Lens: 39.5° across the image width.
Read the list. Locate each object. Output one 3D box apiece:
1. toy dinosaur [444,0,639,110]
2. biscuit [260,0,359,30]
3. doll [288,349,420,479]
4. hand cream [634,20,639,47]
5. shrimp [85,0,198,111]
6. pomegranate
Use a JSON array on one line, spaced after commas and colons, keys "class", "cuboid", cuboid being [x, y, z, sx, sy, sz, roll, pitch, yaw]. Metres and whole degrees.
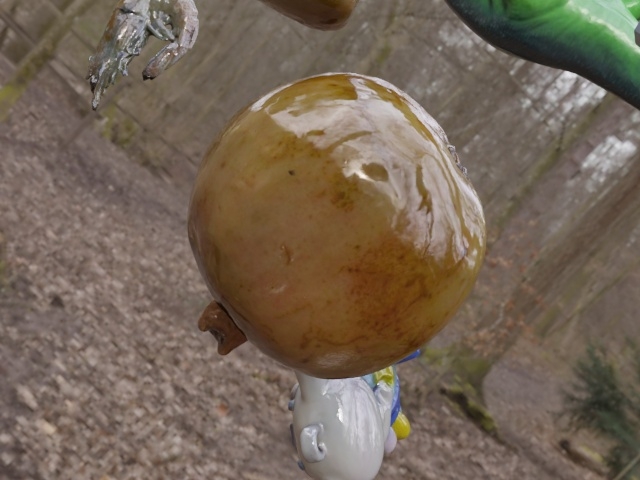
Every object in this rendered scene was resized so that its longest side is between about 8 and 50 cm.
[{"class": "toy dinosaur", "cuboid": [0.173, -0.196, 0.847, 0.144, 0.375, 0.499, 76, 8, -69]}, {"class": "biscuit", "cuboid": [-0.083, -0.303, 0.824, 0.291, 0.062, 0.237, 27, -11, -7]}, {"class": "doll", "cuboid": [0.035, 0.256, 1.417, 0.187, 0.376, 0.365, 11, 19, 18]}, {"class": "hand cream", "cuboid": [0.267, -0.100, 0.573, 0.043, 0.065, 0.170, 77, -14, -45]}, {"class": "shrimp", "cuboid": [-0.255, -0.273, 1.269, 0.126, 0.223, 0.047, 25, -12, 4]}, {"class": "pomegranate", "cuboid": [0.000, 0.000, 0.750, 0.252, 0.270, 0.229, 52, 15, -14]}]
